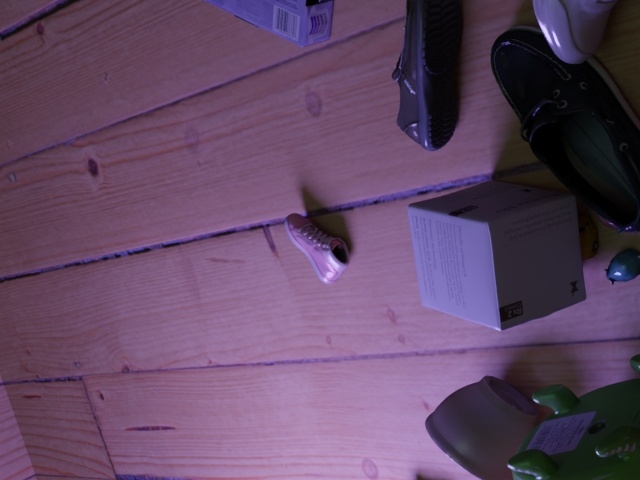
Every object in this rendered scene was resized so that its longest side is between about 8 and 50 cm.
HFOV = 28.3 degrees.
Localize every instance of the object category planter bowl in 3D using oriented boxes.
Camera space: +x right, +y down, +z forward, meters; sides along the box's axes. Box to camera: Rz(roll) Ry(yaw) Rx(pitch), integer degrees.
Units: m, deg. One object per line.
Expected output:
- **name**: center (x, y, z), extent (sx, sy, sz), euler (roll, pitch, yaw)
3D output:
- **planter bowl**: center (0.249, 0.266, 1.843), extent (0.162, 0.162, 0.109), euler (41, 106, 28)

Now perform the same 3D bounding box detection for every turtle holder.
- **turtle holder**: center (0.419, 0.290, 1.621), extent (0.320, 0.243, 0.227), euler (-28, 103, 12)

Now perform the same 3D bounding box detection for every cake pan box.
- **cake pan box**: center (-0.079, -0.450, 1.926), extent (0.267, 0.070, 0.245), euler (30, 130, 36)

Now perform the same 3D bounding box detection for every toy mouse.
- **toy mouse**: center (0.382, 0.003, 1.648), extent (0.143, 0.031, 0.161), euler (20, 122, 42)

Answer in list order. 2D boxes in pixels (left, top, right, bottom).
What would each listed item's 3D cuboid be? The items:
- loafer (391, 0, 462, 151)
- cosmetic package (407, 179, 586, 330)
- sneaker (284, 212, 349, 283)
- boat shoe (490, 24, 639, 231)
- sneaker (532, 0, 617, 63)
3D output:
- **loafer**: center (0.135, -0.247, 1.759), extent (0.087, 0.094, 0.251), euler (20, 122, 37)
- **cosmetic package**: center (0.235, 0.016, 1.700), extent (0.184, 0.151, 0.151), euler (15, 118, 58)
- **sneaker**: center (0.000, 0.000, 2.062), extent (0.134, 0.051, 0.070), euler (56, 138, 9)
- **boat shoe**: center (0.314, -0.137, 1.595), extent (0.340, 0.113, 0.127), euler (54, 139, 16)
- **sneaker**: center (0.338, -0.340, 1.473), extent (0.152, 0.114, 0.305), euler (32, 129, 37)
